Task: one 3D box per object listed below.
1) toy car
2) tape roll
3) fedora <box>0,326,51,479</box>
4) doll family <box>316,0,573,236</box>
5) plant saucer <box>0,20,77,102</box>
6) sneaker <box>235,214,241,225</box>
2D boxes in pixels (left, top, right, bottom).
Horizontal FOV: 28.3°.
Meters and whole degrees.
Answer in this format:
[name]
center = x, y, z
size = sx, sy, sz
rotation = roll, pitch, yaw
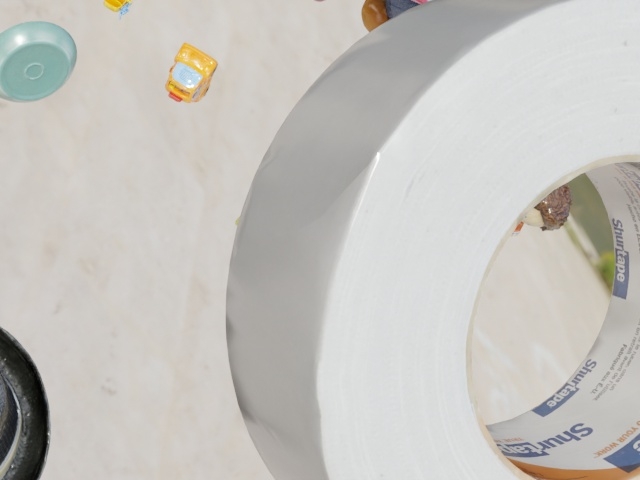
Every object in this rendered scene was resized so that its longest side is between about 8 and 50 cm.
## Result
[toy car]
center = -0.139, -0.155, 1.040
size = 0.122, 0.060, 0.040
rotation = 40, 58, -17
[tape roll]
center = 0.081, 0.023, 0.440
size = 0.219, 0.219, 0.072
rotation = 50, -13, -26
[fedora]
center = -0.447, 0.185, 1.322
size = 0.334, 0.152, 0.334
rotation = 7, 65, -14
[doll family]
center = 0.104, -0.119, 0.752
size = 0.118, 0.163, 0.263
rotation = -52, 139, -26
[plant saucer]
center = -0.347, -0.209, 1.525
size = 0.119, 0.119, 0.021
rotation = 34, 17, -50
[sneaker]
center = 0.000, 0.000, 1.084
size = 0.053, 0.144, 0.059
rotation = -47, 133, -62
